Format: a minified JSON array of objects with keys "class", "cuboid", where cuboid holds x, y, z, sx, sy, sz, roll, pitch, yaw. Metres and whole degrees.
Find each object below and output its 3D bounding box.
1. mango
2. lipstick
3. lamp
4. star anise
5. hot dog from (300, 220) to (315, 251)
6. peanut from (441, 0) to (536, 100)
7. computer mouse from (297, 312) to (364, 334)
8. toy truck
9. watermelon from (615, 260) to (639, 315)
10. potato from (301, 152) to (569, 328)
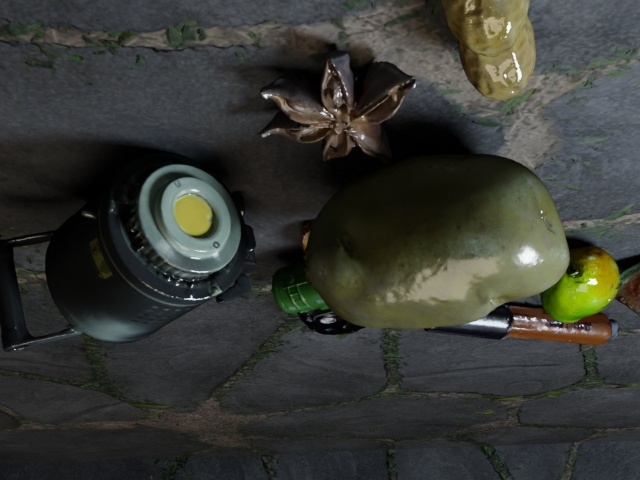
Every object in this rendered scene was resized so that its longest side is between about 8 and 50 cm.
[{"class":"mango","cuboid":[0.435,0.078,1.355,0.125,0.111,0.233,-2,156,13]},{"class":"lipstick","cuboid":[0.394,0.158,1.560,0.418,0.077,0.077,6,154,-18]},{"class":"lamp","cuboid":[-0.240,0.012,1.072,0.374,0.205,0.272,-9,164,-23]},{"class":"star anise","cuboid":[0.014,-0.152,0.916,0.171,0.063,0.208,4,158,-1]},{"class":"hot dog","cuboid":[0.000,0.000,1.257,0.058,0.035,0.083,-5,155,14]},{"class":"peanut","cuboid":[0.165,-0.205,0.772,0.089,0.089,0.193,-10,153,19]},{"class":"computer mouse","cuboid":[0.040,0.125,1.477,0.146,0.078,0.241,13,151,-31]},{"class":"toy truck","cuboid":[0.043,0.062,1.313,0.242,0.101,0.125,-16,152,26]},{"class":"watermelon","cuboid":[0.588,0.080,1.332,0.207,0.202,0.136,-7,115,6]},{"class":"potato","cuboid":[0.144,-0.001,1.034,0.326,0.221,0.243,-13,-170,25]}]
